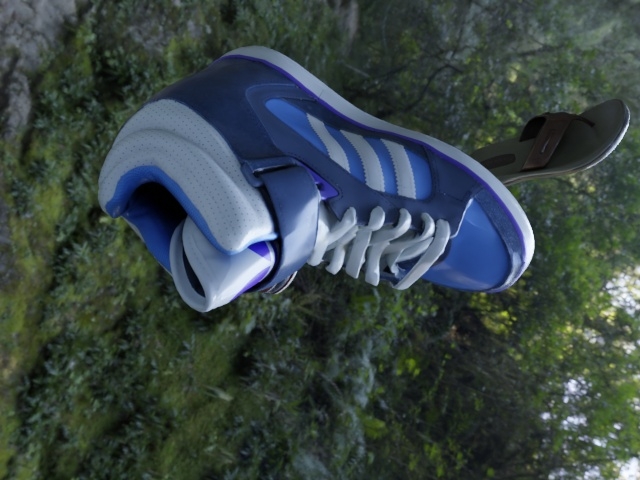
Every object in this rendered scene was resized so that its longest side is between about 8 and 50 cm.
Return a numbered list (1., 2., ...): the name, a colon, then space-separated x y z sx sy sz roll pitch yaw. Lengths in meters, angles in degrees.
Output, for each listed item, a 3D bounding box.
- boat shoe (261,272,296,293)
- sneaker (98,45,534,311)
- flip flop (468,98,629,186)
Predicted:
1. boat shoe: -0.043 0.003 0.651 0.043 0.049 0.137 -20 143 -50
2. sneaker: 0.000 -0.001 0.471 0.130 0.322 0.236 -54 -176 44
3. flip flop: 0.358 -0.162 1.043 0.277 0.080 0.112 -14 -133 32
